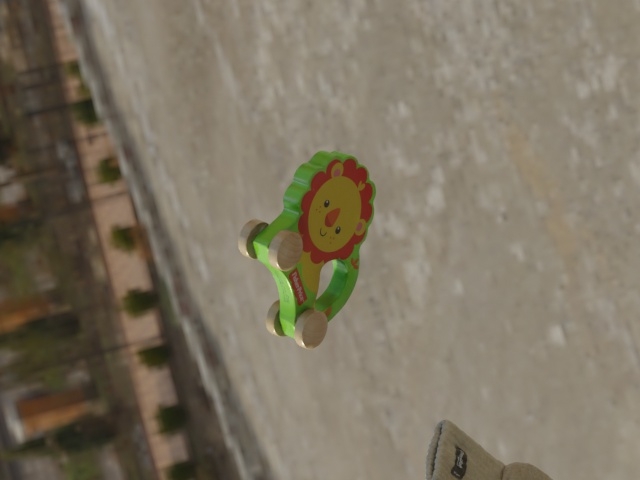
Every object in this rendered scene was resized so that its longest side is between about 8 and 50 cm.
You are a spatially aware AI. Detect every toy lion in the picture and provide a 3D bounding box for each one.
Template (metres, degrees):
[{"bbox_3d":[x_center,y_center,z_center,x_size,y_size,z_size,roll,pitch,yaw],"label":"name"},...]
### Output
[{"bbox_3d":[0.000,0.000,1.002,0.034,0.096,0.100,20,140,39],"label":"toy lion"}]

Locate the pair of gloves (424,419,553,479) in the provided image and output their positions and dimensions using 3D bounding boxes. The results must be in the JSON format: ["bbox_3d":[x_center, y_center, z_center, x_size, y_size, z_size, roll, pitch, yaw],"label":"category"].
[{"bbox_3d":[0.157,0.284,1.369,0.042,0.204,0.240,-42,28,38],"label":"pair of gloves"}]
